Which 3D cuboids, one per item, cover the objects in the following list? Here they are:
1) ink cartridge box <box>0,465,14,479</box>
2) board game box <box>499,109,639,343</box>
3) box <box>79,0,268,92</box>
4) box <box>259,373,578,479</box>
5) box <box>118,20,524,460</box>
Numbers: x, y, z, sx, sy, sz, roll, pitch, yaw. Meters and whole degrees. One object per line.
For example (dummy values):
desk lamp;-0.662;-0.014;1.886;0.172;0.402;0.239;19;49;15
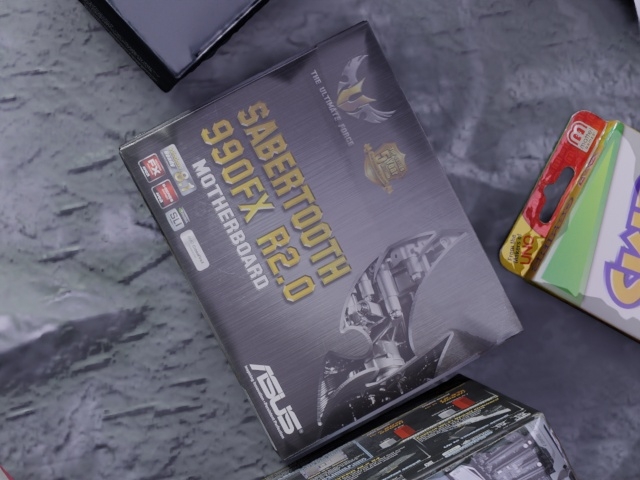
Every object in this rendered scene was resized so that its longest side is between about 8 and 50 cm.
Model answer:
ink cartridge box;-0.233;0.178;1.182;0.100;0.237;0.172;-43;96;-4
board game box;0.259;0.023;1.342;0.259;0.039;0.124;28;87;-4
box;-0.067;-0.179;1.233;0.156;0.158;0.093;-44;96;-5
box;-0.009;0.192;1.208;0.307;0.242;0.077;-28;94;-6
box;0.000;0.000;1.297;0.183;0.056;0.231;-27;95;-5
